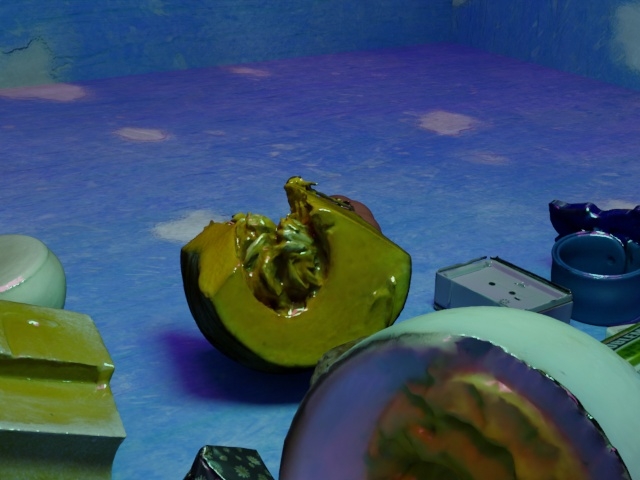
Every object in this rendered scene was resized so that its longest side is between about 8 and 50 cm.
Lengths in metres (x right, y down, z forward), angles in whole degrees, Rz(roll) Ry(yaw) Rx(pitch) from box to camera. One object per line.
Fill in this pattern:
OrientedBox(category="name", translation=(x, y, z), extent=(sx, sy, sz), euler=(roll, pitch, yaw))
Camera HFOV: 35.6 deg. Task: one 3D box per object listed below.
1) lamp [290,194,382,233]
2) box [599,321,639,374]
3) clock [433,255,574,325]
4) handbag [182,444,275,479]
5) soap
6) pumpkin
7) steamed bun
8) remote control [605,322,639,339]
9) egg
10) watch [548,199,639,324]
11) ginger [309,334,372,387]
OrientedBox(category="lamp", translation=(0.018, -0.004, 1.728), extent=(0.182, 0.140, 0.182), euler=(-5, 50, 5))
OrientedBox(category="box", translation=(0.474, 0.160, 1.400), extent=(0.346, 0.097, 0.134), euler=(-20, 13, -28))
OrientedBox(category="clock", translation=(0.297, 0.098, 1.632), extent=(0.145, 0.073, 0.193), euler=(-14, 27, -35))
OrientedBox(category="handbag", translation=(-0.080, 0.296, 1.090), extent=(0.139, 0.072, 0.115), euler=(41, 8, 33))
OrientedBox(category="soap", translation=(-0.394, 0.176, 1.169), extent=(0.281, 0.143, 0.259), euler=(13, 26, -35))
OrientedBox(category="pumpkin", translation=(-0.035, 0.060, 1.426), extent=(0.303, 0.256, 0.225), euler=(-35, 17, -6))
OrientedBox(category="steamed bun", translation=(-0.475, 0.098, 1.431), extent=(0.232, 0.145, 0.232), euler=(-9, 28, 5))
OrientedBox(category="remote control", translation=(0.525, 0.179, 1.525), extent=(0.088, 0.029, 0.190), euler=(-5, 24, -18))
OrientedBox(category="egg", translation=(0.185, 0.236, 0.951), extent=(0.354, 0.354, 0.340), euler=(18, 10, 32))
OrientedBox(category="watch", translation=(0.473, 0.044, 1.704), extent=(0.196, 0.171, 0.200), euler=(3, 30, 32))
OrientedBox(category="ginger", translation=(0.103, 0.202, 1.239), extent=(0.245, 0.155, 0.304), euler=(13, 12, -26))
